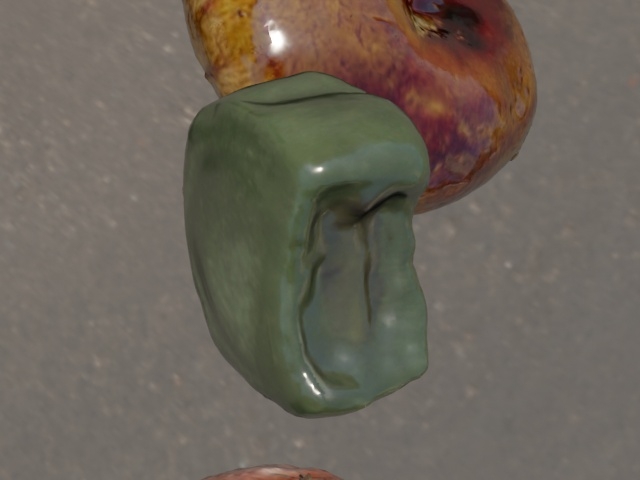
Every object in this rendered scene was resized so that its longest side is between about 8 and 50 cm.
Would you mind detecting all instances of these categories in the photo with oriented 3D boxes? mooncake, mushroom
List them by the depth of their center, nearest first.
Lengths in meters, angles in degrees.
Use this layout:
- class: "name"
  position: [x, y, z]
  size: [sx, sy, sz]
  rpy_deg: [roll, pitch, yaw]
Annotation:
- class: "mooncake"
  position: [0.000, 0.000, 0.908]
  size: [0.104, 0.168, 0.175]
  rpy_deg: [-10, 151, -22]
- class: "mushroom"
  position: [0.001, -0.135, 1.187]
  size: [0.254, 0.267, 0.267]
  rpy_deg: [-8, 124, 19]

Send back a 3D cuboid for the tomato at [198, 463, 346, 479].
- class: "tomato"
  position: [-0.085, 0.247, 0.841]
  size: [0.309, 0.309, 0.170]
  rpy_deg: [-58, 142, 1]
